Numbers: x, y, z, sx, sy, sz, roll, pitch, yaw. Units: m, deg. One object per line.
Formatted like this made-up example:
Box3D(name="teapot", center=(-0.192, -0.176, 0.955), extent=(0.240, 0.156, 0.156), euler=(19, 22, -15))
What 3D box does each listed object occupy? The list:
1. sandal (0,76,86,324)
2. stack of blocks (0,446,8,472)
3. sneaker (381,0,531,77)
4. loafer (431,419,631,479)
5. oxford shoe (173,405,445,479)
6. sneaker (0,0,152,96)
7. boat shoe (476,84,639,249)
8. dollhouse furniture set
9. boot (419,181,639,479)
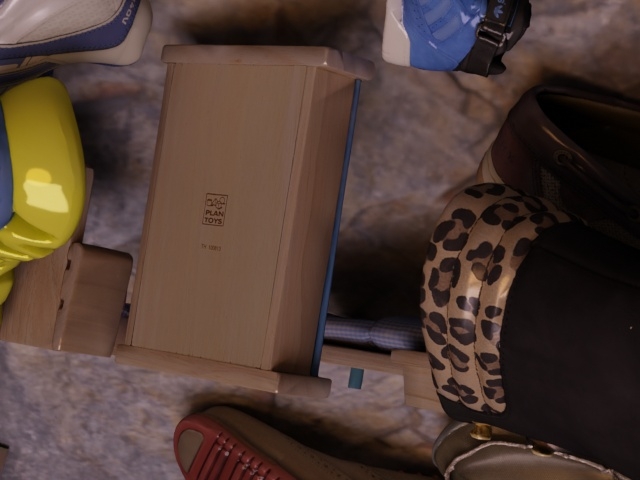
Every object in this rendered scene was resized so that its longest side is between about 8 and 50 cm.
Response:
Box3D(name="sandal", center=(-0.250, -0.006, 1.068), extent=(0.138, 0.126, 0.317), euler=(-1, 154, -26))
Box3D(name="stack of blocks", center=(-0.358, 0.277, 1.555), extent=(0.171, 0.087, 0.297), euler=(20, 139, -8))
Box3D(name="sneaker", center=(0.079, -0.148, 0.976), extent=(0.085, 0.058, 0.152), euler=(12, 144, 11))
Box3D(name="loafer", center=(0.205, 0.184, 1.296), extent=(0.251, 0.087, 0.094), euler=(7, 139, 8))
Box3D(name="oxford shoe", center=(0.044, 0.228, 1.375), extent=(0.348, 0.130, 0.123), euler=(36, 141, 5))
Box3D(name="sneaker", center=(-0.237, -0.109, 1.071), extent=(0.296, 0.112, 0.131), euler=(-15, 138, 34))
Box3D(name="boat shoe", center=(0.238, -0.019, 1.051), extent=(0.285, 0.103, 0.092), euler=(19, 144, 3))
Box3D(name="dollhouse furniture set", center=(0.000, 0.000, 1.166), extent=(0.286, 0.198, 0.303), euler=(7, 176, 41))
Box3D(name="boot", center=(0.221, 0.123, 0.999), extent=(0.284, 0.138, 0.377), euler=(24, 159, 33))
